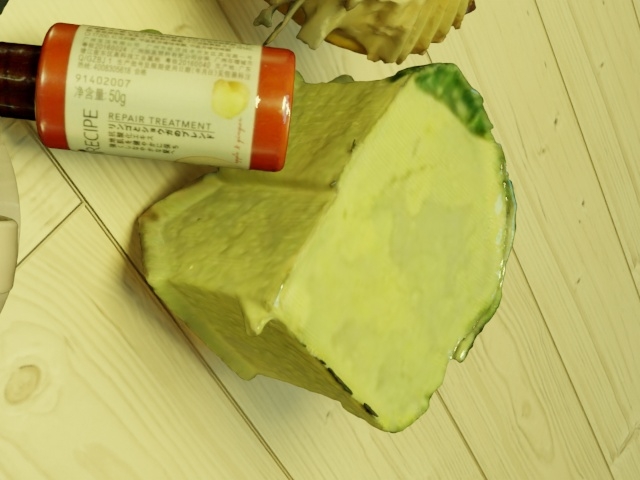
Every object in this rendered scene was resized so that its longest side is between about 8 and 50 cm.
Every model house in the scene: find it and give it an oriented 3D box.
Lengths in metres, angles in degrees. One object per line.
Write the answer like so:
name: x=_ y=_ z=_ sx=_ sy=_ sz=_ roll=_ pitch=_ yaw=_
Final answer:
model house: x=0.000 y=0.000 z=0.947 sx=0.321 sy=0.266 sz=0.261 roll=-58 pitch=133 yaw=-24

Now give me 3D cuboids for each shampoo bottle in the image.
shampoo bottle: x=-0.163 y=-0.121 z=0.793 sx=0.278 sy=0.104 sz=0.104 roll=6 pitch=92 yaw=-4

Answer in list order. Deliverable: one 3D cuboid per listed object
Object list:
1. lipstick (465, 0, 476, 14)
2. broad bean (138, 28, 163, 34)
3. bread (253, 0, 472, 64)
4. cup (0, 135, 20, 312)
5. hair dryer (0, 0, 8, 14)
lipstick: x=0.124 y=-0.444 z=1.163 sx=0.057 sy=0.057 sz=0.356 roll=-37 pitch=121 yaw=-36
broad bean: x=-0.165 y=-0.168 z=0.915 sx=0.083 sy=0.045 sz=0.063 roll=-10 pitch=104 yaw=-53
bread: x=0.006 y=-0.333 z=0.867 sx=0.236 sy=0.183 sz=0.388 roll=-19 pitch=73 yaw=-15
cup: x=-0.332 y=-0.022 z=0.585 sx=0.273 sy=0.288 sz=0.208 roll=2 pitch=68 yaw=-54
hair dryer: x=-0.289 y=-0.346 z=0.730 sx=0.189 sy=0.107 sz=0.352 roll=27 pitch=71 yaw=-47
